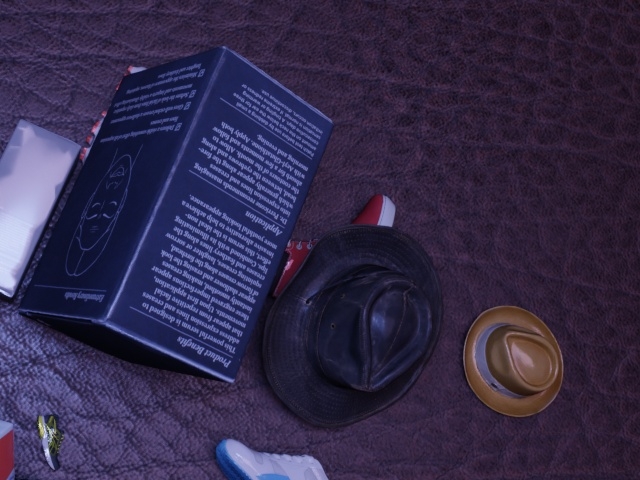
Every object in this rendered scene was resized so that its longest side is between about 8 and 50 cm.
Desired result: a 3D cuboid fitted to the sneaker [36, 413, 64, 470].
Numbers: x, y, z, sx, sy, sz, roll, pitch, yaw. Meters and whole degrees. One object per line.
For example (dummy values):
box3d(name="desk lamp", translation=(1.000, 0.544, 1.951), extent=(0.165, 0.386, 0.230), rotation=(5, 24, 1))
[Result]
box3d(name="sneaker", translation=(-0.385, 0.290, 1.447), extent=(0.035, 0.031, 0.083), rotation=(-13, 85, -20))

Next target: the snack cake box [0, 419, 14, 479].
box3d(name="snack cake box", translation=(-0.469, 0.372, 1.278), extent=(0.089, 0.152, 0.265), rotation=(11, 109, 16))

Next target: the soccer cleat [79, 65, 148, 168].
box3d(name="soccer cleat", translation=(-0.301, -0.179, 1.538), extent=(0.076, 0.068, 0.196), rotation=(31, 70, -14))

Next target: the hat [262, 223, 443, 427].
box3d(name="hat", translation=(0.083, 0.144, 1.513), extent=(0.331, 0.134, 0.332), rotation=(-6, 103, -27))

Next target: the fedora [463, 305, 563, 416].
box3d(name="fedora", translation=(0.334, 0.199, 1.666), extent=(0.194, 0.079, 0.195), rotation=(3, 79, -17))

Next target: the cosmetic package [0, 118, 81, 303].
box3d(name="cosmetic package", translation=(-0.437, -0.040, 1.438), extent=(0.107, 0.127, 0.238), rotation=(27, 76, -11))

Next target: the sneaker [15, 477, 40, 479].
box3d(name="sneaker", translation=(-0.374, 0.392, 1.414), extent=(0.283, 0.107, 0.124), rotation=(34, 36, 4))

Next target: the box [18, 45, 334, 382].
box3d(name="box", translation=(-0.203, -0.032, 1.395), extent=(0.212, 0.293, 0.396), rotation=(32, 72, -33))

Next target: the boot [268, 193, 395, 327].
box3d(name="boot", translation=(0.000, 0.000, 1.593), extent=(0.176, 0.088, 0.244), rotation=(33, 76, -8))

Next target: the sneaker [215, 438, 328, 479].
box3d(name="sneaker", translation=(-0.058, 0.359, 1.518), extent=(0.228, 0.087, 0.092), rotation=(37, 65, -16))
